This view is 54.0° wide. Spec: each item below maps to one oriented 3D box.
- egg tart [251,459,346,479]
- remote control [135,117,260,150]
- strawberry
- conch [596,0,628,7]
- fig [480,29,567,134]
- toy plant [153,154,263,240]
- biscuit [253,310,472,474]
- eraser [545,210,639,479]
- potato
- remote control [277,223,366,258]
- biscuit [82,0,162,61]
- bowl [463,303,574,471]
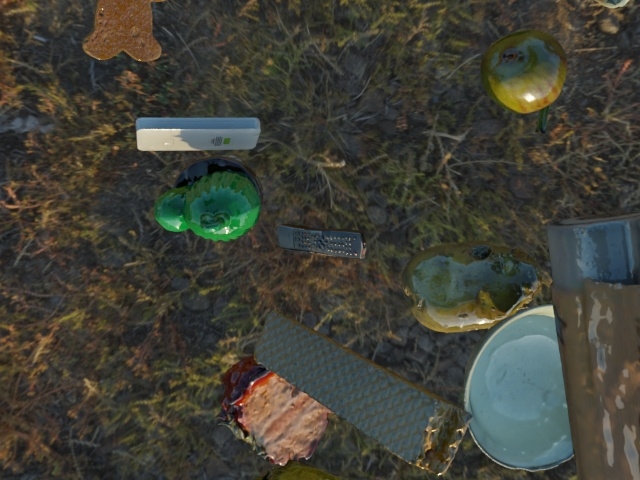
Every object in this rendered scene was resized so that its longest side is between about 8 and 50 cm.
[{"bbox_3d":[0.008,0.398,0.906,0.293,0.294,0.123,21,68,-3],"label":"egg tart"},{"bbox_3d":[-0.253,-0.220,1.304,0.249,0.103,0.034,-3,73,-15],"label":"remote control"},{"bbox_3d":[-0.092,0.304,1.313,0.253,0.150,0.280,34,82,-34],"label":"strawberry"},{"bbox_3d":[0.242,-0.401,0.762,0.249,0.368,0.197,-15,120,-33],"label":"conch"},{"bbox_3d":[0.372,-0.283,1.096,0.186,0.142,0.148,2,74,-37],"label":"fig"},{"bbox_3d":[-0.142,-0.052,0.815,0.142,0.200,0.106,-4,111,8],"label":"toy plant"},{"bbox_3d":[0.034,0.203,0.903,0.054,0.378,0.094,29,84,-44],"label":"biscuit"},{"bbox_3d":[0.232,0.125,0.400,0.087,0.171,0.291,-10,93,-31],"label":"eraser"},{"bbox_3d":[0.317,0.096,1.329,0.296,0.141,0.192,-10,79,29],"label":"potato"},{"bbox_3d":[0.000,0.000,1.267,0.212,0.028,0.059,7,104,35],"label":"remote control"},{"bbox_3d":[-0.295,-0.378,0.953,0.138,0.031,0.205,-6,119,-28],"label":"biscuit"},{"bbox_3d":[0.375,0.251,1.171,0.313,0.146,0.314,-3,99,-16],"label":"bowl"}]
